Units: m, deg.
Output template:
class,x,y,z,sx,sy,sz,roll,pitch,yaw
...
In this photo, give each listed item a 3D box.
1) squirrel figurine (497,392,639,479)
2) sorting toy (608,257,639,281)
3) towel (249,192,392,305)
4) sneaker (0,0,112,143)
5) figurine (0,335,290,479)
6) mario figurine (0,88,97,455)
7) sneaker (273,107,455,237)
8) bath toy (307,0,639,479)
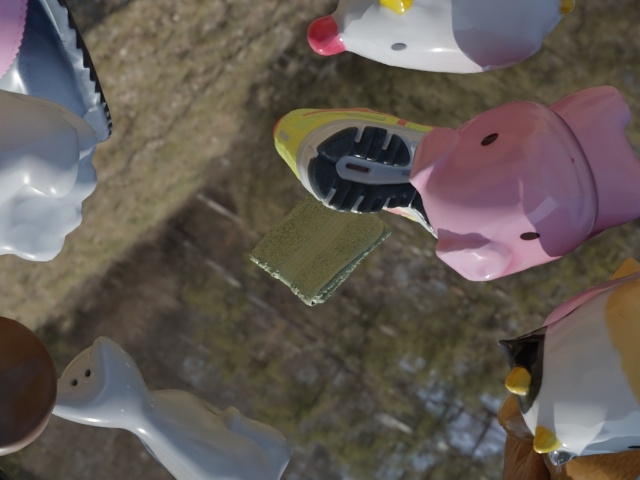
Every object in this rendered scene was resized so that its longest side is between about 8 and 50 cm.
class,x,y,z,sx,sy,sz,roll,pitch,yaw
squirrel figurine,0.244,0.243,1.232,0.397,0.281,0.370,-53,164,-6
sorting toy,0.304,0.129,0.827,0.196,0.347,0.047,-64,165,-2
towel,0.000,0.000,1.623,0.148,0.110,0.027,-44,160,-27
sneaker,-0.187,-0.116,0.586,0.131,0.112,0.319,-28,153,-2
figurine,-0.162,0.176,1.052,0.215,0.209,0.092,-45,-139,9
mario figurine,-0.119,0.052,0.352,0.170,0.198,0.320,-21,164,-6
sneaker,0.054,-0.057,1.005,0.094,0.208,0.081,33,-77,48
bath toy,0.101,-0.007,0.671,0.129,0.348,0.151,-22,173,-6
